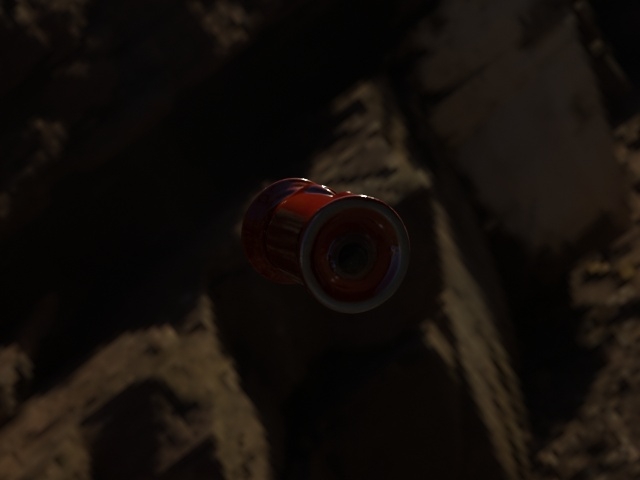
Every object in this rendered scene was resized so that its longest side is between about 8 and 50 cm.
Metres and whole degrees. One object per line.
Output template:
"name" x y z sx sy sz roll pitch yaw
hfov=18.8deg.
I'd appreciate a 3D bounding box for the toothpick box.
"toothpick box" 0.000 0.000 0.780 0.047 0.047 0.083 -38 18 -11
